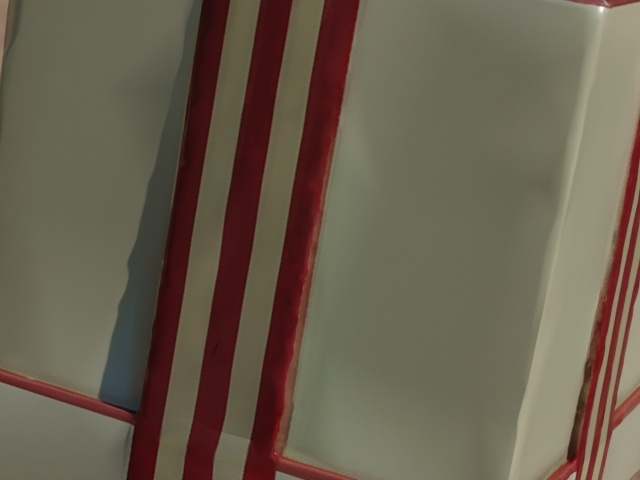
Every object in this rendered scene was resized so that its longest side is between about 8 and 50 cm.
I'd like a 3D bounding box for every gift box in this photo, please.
[{"bbox_3d":[0.000,0.000,0.740,0.276,0.258,0.255,15,15,25],"label":"gift box"}]
